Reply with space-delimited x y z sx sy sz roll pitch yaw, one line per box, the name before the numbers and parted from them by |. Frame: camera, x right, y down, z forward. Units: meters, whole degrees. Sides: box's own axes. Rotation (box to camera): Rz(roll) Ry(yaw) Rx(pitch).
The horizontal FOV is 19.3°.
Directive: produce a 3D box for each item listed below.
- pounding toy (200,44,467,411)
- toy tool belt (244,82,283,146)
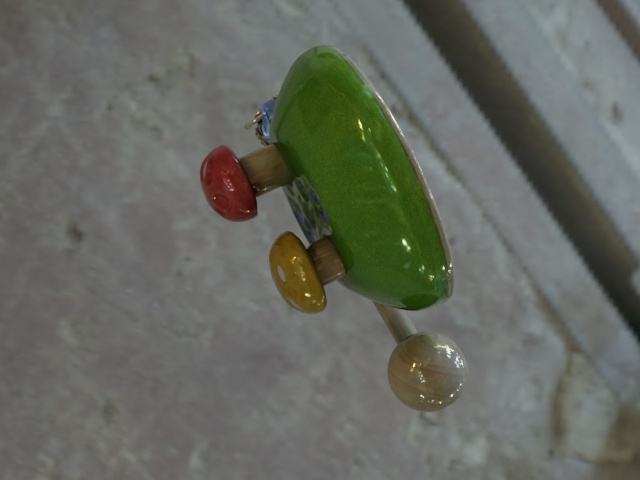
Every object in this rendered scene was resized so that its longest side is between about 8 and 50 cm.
pounding toy | 0.000 0.000 1.206 0.110 0.183 0.237 -26 128 -11
toy tool belt | -0.018 -0.104 1.532 0.051 0.083 0.052 13 58 -72
